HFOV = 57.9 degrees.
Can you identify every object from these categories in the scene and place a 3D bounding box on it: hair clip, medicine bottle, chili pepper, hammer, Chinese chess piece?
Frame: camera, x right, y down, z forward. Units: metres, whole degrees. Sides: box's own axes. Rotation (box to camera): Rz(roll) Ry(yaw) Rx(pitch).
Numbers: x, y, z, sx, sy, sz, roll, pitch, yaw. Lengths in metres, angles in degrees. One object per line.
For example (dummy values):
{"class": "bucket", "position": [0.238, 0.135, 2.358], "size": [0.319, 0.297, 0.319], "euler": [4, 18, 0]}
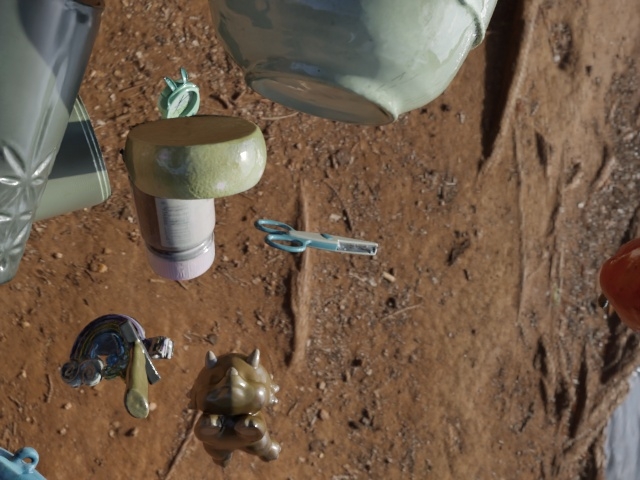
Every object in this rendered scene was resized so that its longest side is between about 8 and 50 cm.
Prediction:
{"class": "hair clip", "position": [-0.320, 0.170, 0.907], "size": [0.049, 0.172, 0.116], "euler": [82, 7, -58]}
{"class": "medicine bottle", "position": [-0.307, -0.057, 1.230], "size": [0.165, 0.165, 0.273], "euler": [-29, 146, -30]}
{"class": "chili pepper", "position": [0.429, 0.058, 0.726], "size": [0.131, 0.338, 0.134], "euler": [15, 96, -13]}
{"class": "hammer", "position": [-0.133, 0.098, 0.425], "size": [0.013, 0.199, 0.062], "euler": [-28, 98, -15]}
{"class": "Chinese chess piece", "position": [-0.206, -0.143, 0.958], "size": [0.238, 0.238, 0.092], "euler": [-18, 122, -33]}

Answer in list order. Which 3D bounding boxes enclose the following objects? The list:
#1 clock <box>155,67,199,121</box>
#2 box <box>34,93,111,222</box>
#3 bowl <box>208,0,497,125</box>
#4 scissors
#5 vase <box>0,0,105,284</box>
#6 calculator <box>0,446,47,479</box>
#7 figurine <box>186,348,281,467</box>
{"class": "clock", "position": [-0.308, -0.305, 1.248], "size": [0.041, 0.135, 0.101], "euler": [41, 56, 11]}
{"class": "box", "position": [-0.499, -0.158, 1.071], "size": [0.150, 0.226, 0.225], "euler": [-20, 105, -24]}
{"class": "bowl", "position": [0.017, -0.223, 0.609], "size": [0.307, 0.307, 0.163], "euler": [15, 90, -35]}
{"class": "scissors", "position": [0.000, 0.000, 0.520], "size": [0.119, 0.058, 0.014], "euler": [8, 112, -28]}
{"class": "vase", "position": [-0.311, -0.108, 0.531], "size": [0.156, 0.251, 0.300], "euler": [15, 101, -11]}
{"class": "calculator", "position": [-0.389, 0.348, 0.602], "size": [0.173, 0.051, 0.293], "euler": [31, 79, 8]}
{"class": "figurine", "position": [-0.167, 0.317, 1.138], "size": [0.247, 0.177, 0.172], "euler": [67, 15, -49]}
